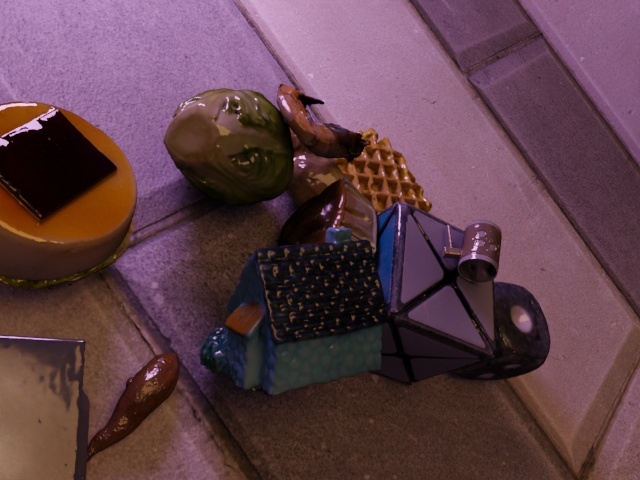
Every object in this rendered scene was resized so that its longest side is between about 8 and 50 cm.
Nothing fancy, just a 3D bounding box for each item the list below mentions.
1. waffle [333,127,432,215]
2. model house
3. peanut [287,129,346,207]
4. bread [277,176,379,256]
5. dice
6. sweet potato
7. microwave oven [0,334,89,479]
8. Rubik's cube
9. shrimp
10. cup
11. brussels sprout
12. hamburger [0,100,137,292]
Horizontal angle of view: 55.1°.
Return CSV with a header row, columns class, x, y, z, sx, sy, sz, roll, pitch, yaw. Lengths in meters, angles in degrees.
class,x,y,z,sx,sy,sz,roll,pitch,yaw
waffle,0.142,-0.119,1.450,0.329,0.062,0.330,17,56,-27
model house,-0.050,0.096,1.016,0.261,0.225,0.241,-4,106,-38
peanut,-0.029,-0.155,1.300,0.253,0.122,0.137,61,16,10
bread,0.000,-0.001,1.182,0.109,0.209,0.192,36,39,-26
dice,0.383,0.205,1.366,0.181,0.183,0.183,13,58,-28
sweet potato,-0.281,0.247,0.945,0.068,0.068,0.226,44,49,-8
microwave oven,-0.441,0.336,0.664,0.374,0.236,0.433,10,61,-31
Rubik's cube,0.170,0.113,1.213,0.254,0.259,0.260,21,54,-24
shrimp,-0.009,-0.231,1.219,0.178,0.075,0.289,57,28,14
cup,0.283,0.017,1.143,0.074,0.102,0.099,66,35,-45
brussels sprout,-0.169,-0.177,1.140,0.271,0.210,0.220,6,74,-68
hamburger,-0.428,-0.060,0.927,0.300,0.176,0.301,22,52,-30
